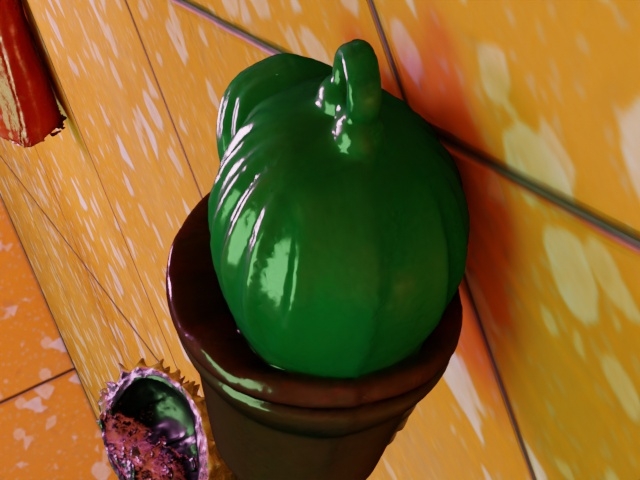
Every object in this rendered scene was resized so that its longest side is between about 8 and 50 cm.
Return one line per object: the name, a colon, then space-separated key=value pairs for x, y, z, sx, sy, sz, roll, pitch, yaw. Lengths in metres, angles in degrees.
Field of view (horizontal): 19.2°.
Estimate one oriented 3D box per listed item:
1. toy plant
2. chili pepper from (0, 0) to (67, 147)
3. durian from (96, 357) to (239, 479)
toy plant: x=0.000 y=0.000 z=0.666 sx=0.143 sy=0.105 sz=0.200 roll=-106 pitch=20 yaw=-47
chili pepper: x=-0.275 y=-0.170 z=1.657 sx=0.088 sy=0.065 sz=0.169 roll=51 pitch=158 yaw=48
durian: x=-0.100 y=0.184 z=1.563 sx=0.108 sy=0.119 sz=0.187 roll=15 pitch=-127 yaw=-54
